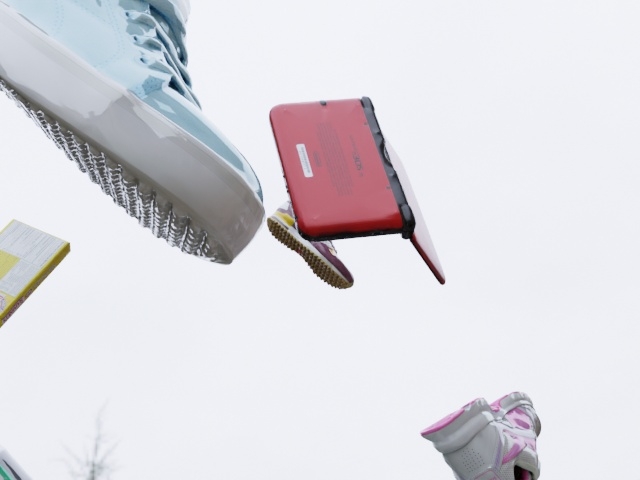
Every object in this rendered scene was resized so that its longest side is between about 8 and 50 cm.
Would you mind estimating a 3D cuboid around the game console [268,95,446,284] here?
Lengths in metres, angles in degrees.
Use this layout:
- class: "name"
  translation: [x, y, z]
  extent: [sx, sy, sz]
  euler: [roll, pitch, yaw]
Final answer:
- class: "game console"
  translation: [0.028, -0.035, 0.770]
  extent: [0.124, 0.144, 0.085]
  euler: [-6, -42, -11]

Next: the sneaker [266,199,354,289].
- class: "sneaker"
  translation: [0.000, 0.000, 1.649]
  extent: [0.084, 0.185, 0.069]
  euler: [-43, -12, -24]

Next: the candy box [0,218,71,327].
- class: "candy box"
  translation: [-0.466, 0.056, 1.436]
  extent: [0.105, 0.206, 0.027]
  euler: [24, -41, 13]

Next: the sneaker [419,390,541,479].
- class: "sneaker"
  translation: [0.206, 0.251, 1.163]
  extent: [0.103, 0.111, 0.252]
  euler: [-36, -20, 23]

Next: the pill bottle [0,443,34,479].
- class: "pill bottle"
  translation: [-0.374, 0.344, 1.062]
  extent: [0.361, 0.204, 0.204]
  euler: [47, -54, -1]

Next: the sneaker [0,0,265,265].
- class: "sneaker"
  translation: [-0.132, -0.134, 0.611]
  extent: [0.150, 0.366, 0.135]
  euler: [-45, -31, -7]
